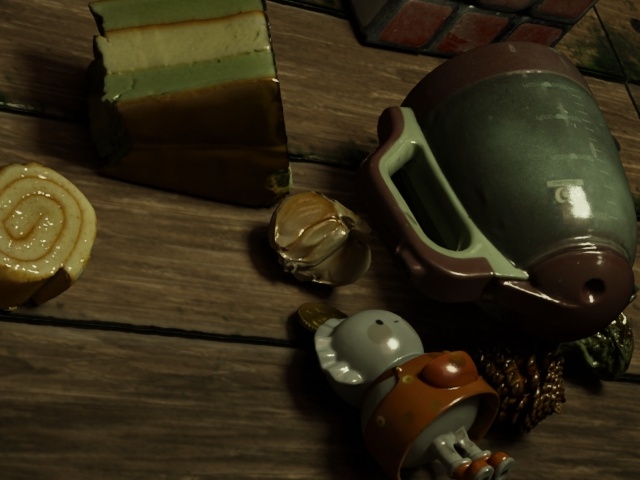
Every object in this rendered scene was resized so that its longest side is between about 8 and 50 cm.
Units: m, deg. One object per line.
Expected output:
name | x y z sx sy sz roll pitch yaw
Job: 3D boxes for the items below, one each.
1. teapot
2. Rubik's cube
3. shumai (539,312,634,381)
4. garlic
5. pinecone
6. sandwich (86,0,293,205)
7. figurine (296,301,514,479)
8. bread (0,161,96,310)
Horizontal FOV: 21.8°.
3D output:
teapot | 0.187 -0.034 1.759 0.315 0.233 0.312 5 42 -23
Rubik's cube | 0.195 -0.431 2.089 0.305 0.304 0.301 5 53 -39
shumai | 0.284 0.107 1.854 0.087 0.099 0.123 -24 69 -30
garlic | -0.003 0.003 1.717 0.113 0.074 0.094 45 82 2
pinecone | 0.203 0.148 1.738 0.109 0.102 0.102 26 42 -14
sandwich | -0.138 -0.134 1.710 0.198 0.227 0.155 -9 56 -2
figurine | 0.074 0.149 1.624 0.271 0.143 0.143 27 28 37
bread | -0.268 -0.004 1.508 0.122 0.073 0.149 35 40 -13
